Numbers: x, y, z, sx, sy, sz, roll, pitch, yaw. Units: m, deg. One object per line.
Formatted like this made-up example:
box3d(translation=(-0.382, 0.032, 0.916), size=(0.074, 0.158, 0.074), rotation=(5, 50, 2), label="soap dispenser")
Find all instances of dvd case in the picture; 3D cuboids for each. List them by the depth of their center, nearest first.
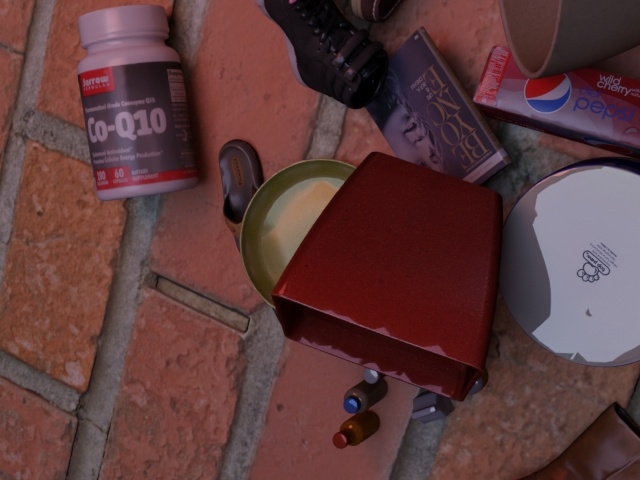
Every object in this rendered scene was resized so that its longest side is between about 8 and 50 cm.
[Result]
box3d(translation=(0.151, -0.159, 1.428), size=(0.221, 0.018, 0.164), rotation=(58, 140, 7), label="dvd case")

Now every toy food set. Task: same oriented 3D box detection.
box3d(translation=(0.118, 0.221, 1.489), size=(0.232, 0.104, 0.111), rotation=(-23, 87, 27), label="toy food set")

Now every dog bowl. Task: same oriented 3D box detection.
box3d(translation=(0.367, 0.026, 1.334), size=(0.264, 0.104, 0.265), rotation=(5, 100, 27), label="dog bowl")

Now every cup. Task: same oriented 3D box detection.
box3d(translation=(0.350, -0.365, 1.194), size=(0.236, 0.331, 0.331), rotation=(-6, 96, -1), label="cup")

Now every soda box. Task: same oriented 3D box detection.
box3d(translation=(0.337, -0.173, 1.320), size=(0.263, 0.092, 0.083), rotation=(20, 91, 22), label="soda box")

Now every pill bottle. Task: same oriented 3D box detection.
box3d(translation=(-0.288, -0.211, 1.593), size=(0.161, 0.161, 0.283), rotation=(-6, 95, 27), label="pill bottle")

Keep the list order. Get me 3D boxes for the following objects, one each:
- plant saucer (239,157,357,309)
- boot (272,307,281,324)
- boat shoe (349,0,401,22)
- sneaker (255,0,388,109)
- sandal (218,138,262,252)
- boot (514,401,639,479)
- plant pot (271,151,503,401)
box3d(translation=(0.000, 0.000, 1.522), size=(0.240, 0.037, 0.241), rotation=(-2, 84, 14), label="plant saucer")
box3d(translation=(-0.016, 0.093, 1.576), size=(0.106, 0.037, 0.114), rotation=(33, 111, 25), label="boot")
box3d(translation=(0.158, -0.432, 1.364), size=(0.123, 0.123, 0.342), rotation=(35, 105, 19), label="boat shoe")
box3d(translation=(0.010, -0.290, 1.373), size=(0.147, 0.296, 0.104), rotation=(31, 72, 32), label="sneaker")
box3d(translation=(-0.114, -0.049, 1.588), size=(0.090, 0.060, 0.219), rotation=(-14, 92, 28), label="sandal")
box3d(translation=(0.389, 0.402, 1.413), size=(0.280, 0.096, 0.264), rotation=(-41, 72, 18), label="boot")
box3d(translation=(0.109, 0.040, 1.354), size=(0.267, 0.267, 0.236), rotation=(19, 75, 8), label="plant pot")
